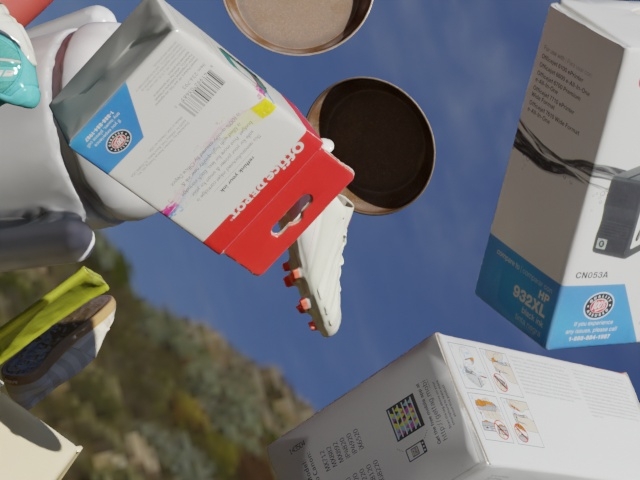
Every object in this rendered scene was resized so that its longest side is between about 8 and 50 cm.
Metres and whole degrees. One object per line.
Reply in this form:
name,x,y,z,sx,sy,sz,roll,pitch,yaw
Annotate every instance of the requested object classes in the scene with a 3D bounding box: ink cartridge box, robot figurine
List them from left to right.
robot figurine,-0.271,-0.102,1.941,0.200,0.353,0.300,48,37,-53
ink cartridge box,-0.096,-0.085,1.648,0.231,0.134,0.078,37,11,-36
ink cartridge box,0.113,0.218,1.738,0.272,0.309,0.130,-36,-120,28
ink cartridge box,0.302,-0.063,1.872,0.129,0.223,0.307,42,-54,50

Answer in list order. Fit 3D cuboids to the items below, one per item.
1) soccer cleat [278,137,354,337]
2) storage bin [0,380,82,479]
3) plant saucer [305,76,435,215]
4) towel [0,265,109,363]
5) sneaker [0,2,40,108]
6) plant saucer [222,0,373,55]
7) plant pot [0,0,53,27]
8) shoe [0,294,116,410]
soccer cleat,0.000,0.000,1.755,0.068,0.076,0.196,-129,-159,-58
storage bin,-0.383,0.308,1.974,0.260,0.123,0.262,-55,-178,14
plant saucer,0.072,-0.134,2.714,0.036,0.199,0.198,-36,120,-61
towel,-0.325,0.108,2.020,0.021,0.237,0.102,54,0,8
sneaker,-0.352,-0.090,1.592,0.110,0.275,0.107,62,13,10
plant saucer,-0.025,-0.276,2.130,0.029,0.168,0.168,104,-31,-76
plant pot,-0.288,-0.363,1.878,0.275,0.243,0.275,50,-12,15
shoe,-0.330,0.140,2.488,0.076,0.219,0.058,4,-60,32
